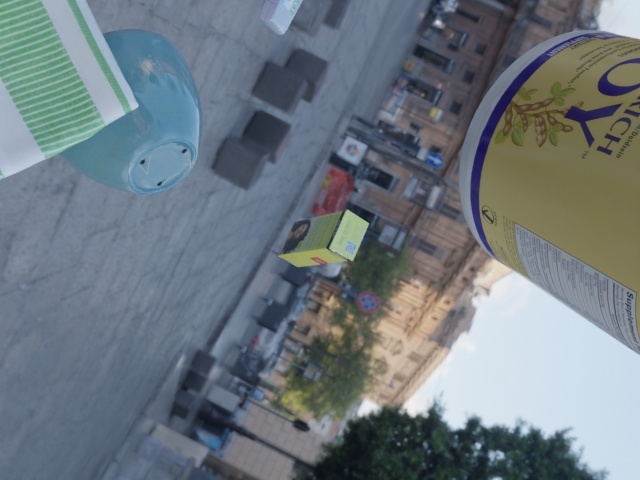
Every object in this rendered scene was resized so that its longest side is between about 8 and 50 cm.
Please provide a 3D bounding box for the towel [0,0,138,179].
[{"bbox_3d":[-0.395,-0.182,0.779,0.324,0.248,0.038,-29,-170,-17],"label":"towel"}]

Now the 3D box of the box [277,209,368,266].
[{"bbox_3d":[0.000,0.000,1.414,0.232,0.058,0.087,-11,-128,61],"label":"box"}]

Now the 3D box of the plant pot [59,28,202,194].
[{"bbox_3d":[-0.325,-0.197,1.282,0.290,0.195,0.290,-31,156,-16],"label":"plant pot"}]

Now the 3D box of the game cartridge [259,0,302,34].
[{"bbox_3d":[-0.027,-0.235,0.664,0.083,0.017,0.056,-61,167,7],"label":"game cartridge"}]

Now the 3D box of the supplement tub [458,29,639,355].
[{"bbox_3d":[0.295,-0.026,0.579,0.331,0.241,0.241,42,-70,55],"label":"supplement tub"}]
